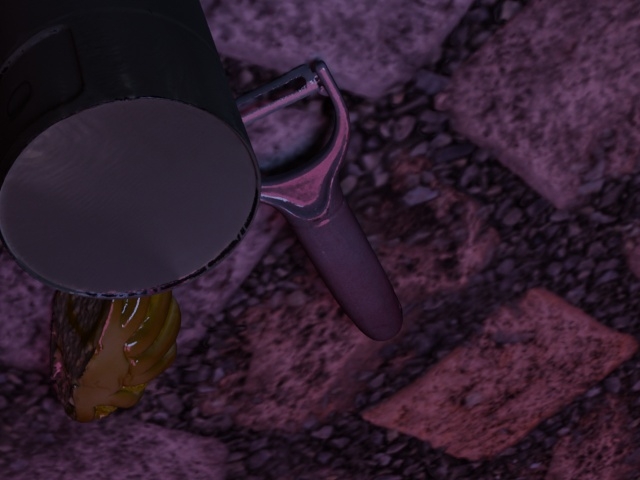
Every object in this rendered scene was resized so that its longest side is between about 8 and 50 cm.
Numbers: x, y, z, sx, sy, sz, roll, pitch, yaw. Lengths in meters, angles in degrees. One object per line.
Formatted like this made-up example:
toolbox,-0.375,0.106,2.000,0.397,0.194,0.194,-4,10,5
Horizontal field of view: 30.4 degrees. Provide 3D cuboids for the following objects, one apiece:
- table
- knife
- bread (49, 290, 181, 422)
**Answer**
table,-0.115,-0.089,0.617,0.126,0.220,0.126,-12,135,-12
knife,0.000,0.002,0.865,0.123,0.053,0.278,-22,134,9
bread,-0.149,0.074,0.863,0.094,0.083,0.157,10,127,-42
